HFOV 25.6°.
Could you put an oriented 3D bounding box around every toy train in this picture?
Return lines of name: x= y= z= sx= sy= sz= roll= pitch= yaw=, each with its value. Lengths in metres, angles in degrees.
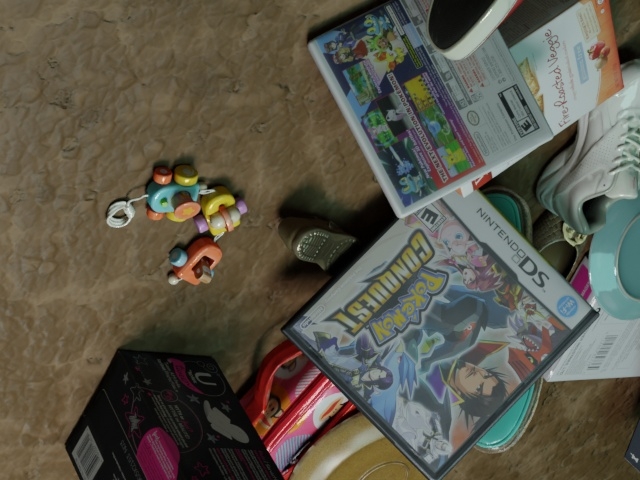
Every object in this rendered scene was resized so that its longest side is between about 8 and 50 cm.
toy train: x=-0.140 y=-0.008 z=1.475 sx=0.125 sy=0.046 sz=0.166 roll=-43 pitch=140 yaw=7

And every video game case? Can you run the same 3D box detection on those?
video game case: x=0.112 y=-0.151 z=1.425 sx=0.183 sy=0.201 sz=0.023 roll=-28 pitch=180 yaw=-10
video game case: x=0.137 y=0.092 z=1.597 sx=0.275 sy=0.248 sz=0.035 roll=-45 pitch=-176 yaw=-7

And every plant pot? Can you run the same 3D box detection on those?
plant pot: x=0.070 y=0.291 z=1.737 sx=0.236 sy=0.032 sz=0.236 roll=-18 pitch=136 yaw=-18

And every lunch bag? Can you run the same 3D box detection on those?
lunch bag: x=0.033 y=0.183 z=1.732 sx=0.293 sy=0.120 sz=0.258 roll=-49 pitch=134 yaw=12

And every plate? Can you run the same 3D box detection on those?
plate: x=0.427 y=0.017 z=1.852 sx=0.188 sy=0.024 sz=0.188 roll=-9 pitch=107 yaw=-34

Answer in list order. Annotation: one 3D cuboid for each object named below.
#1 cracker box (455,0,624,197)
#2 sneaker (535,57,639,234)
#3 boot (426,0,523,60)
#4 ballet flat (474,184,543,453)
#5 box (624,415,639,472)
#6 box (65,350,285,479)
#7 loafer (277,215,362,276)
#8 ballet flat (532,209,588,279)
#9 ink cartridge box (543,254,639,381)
cracker box: x=0.214 y=-0.173 z=1.531 sx=0.232 sy=0.067 sz=0.155 roll=-34 pitch=137 yaw=-9
sneaker: x=0.353 y=-0.104 z=1.673 sx=0.090 sy=0.115 sz=0.232 roll=-2 pitch=129 yaw=-34
boot: x=0.225 y=-0.264 z=1.365 sx=0.176 sy=0.088 sz=0.244 roll=7 pitch=130 yaw=-42
ballet flat: x=0.220 y=0.094 z=1.684 sx=0.106 sy=0.108 sz=0.316 roll=8 pitch=87 yaw=-77
box: x=0.640 y=0.210 z=2.048 sx=0.312 sy=0.179 sz=0.343 roll=-32 pitch=150 yaw=-23
box: x=-0.157 y=0.266 z=1.569 sx=0.142 sy=0.247 sz=0.163 roll=10 pitch=122 yaw=-39
loafer: x=0.000 y=0.000 z=1.581 sx=0.056 sy=0.050 sz=0.148 roll=-49 pitch=154 yaw=5
ballet flat: x=0.276 y=0.060 z=1.792 sx=0.084 sy=0.058 sz=0.250 roll=28 pitch=98 yaw=-29
ink cartridge box: x=0.454 y=0.109 z=1.990 sx=0.311 sy=0.065 sz=0.185 roll=3 pitch=126 yaw=-34
